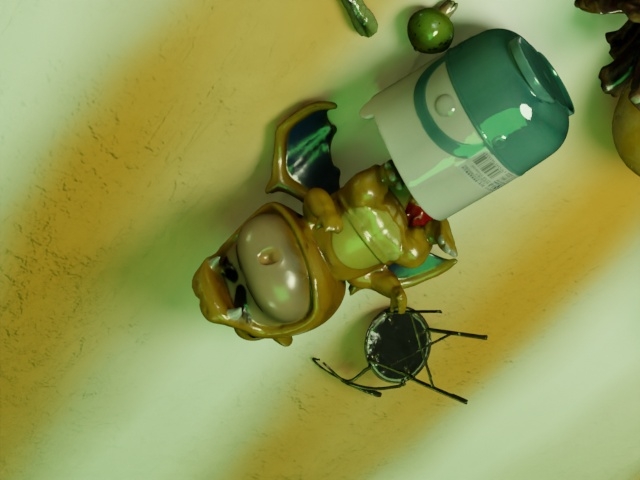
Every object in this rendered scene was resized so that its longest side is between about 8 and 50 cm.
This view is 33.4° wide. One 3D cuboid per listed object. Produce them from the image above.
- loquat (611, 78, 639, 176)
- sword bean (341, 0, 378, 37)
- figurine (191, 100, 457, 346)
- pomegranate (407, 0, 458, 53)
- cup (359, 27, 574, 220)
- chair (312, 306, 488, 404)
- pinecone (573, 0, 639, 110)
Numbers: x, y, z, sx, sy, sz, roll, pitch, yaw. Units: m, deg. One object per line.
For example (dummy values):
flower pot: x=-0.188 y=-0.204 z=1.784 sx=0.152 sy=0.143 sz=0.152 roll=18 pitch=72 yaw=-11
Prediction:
loquat: x=0.557 y=-0.184 z=1.597 sx=0.235 sy=0.235 sz=0.235 roll=-1 pitch=130 yaw=-1
sword bean: x=0.002 y=-0.391 z=1.523 sx=0.043 sy=0.038 sz=0.269 roll=-33 pitch=125 yaw=16
figurine: x=0.022 y=0.028 z=1.733 sx=0.387 sy=0.268 sz=0.401 roll=-31 pitch=129 yaw=19
pomegranate: x=0.164 y=-0.319 z=1.577 sx=0.073 sy=0.073 sz=0.085 roll=7 pitch=90 yaw=-9
cup: x=0.240 y=-0.175 z=1.606 sx=0.257 sy=0.219 sz=0.289 roll=-30 pitch=161 yaw=23
chair: x=0.140 y=0.204 z=1.973 sx=0.159 sy=0.170 sz=0.325 roll=27 pitch=168 yaw=-28
pinecone: x=0.496 y=-0.327 z=1.374 sx=0.384 sy=0.384 sz=0.384 roll=-1 pitch=130 yaw=-1
